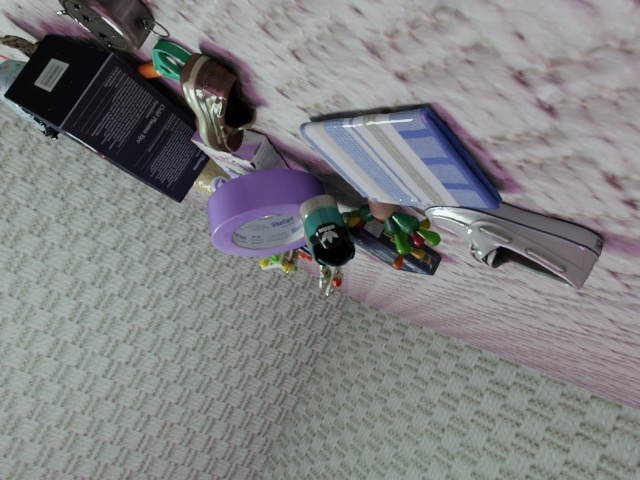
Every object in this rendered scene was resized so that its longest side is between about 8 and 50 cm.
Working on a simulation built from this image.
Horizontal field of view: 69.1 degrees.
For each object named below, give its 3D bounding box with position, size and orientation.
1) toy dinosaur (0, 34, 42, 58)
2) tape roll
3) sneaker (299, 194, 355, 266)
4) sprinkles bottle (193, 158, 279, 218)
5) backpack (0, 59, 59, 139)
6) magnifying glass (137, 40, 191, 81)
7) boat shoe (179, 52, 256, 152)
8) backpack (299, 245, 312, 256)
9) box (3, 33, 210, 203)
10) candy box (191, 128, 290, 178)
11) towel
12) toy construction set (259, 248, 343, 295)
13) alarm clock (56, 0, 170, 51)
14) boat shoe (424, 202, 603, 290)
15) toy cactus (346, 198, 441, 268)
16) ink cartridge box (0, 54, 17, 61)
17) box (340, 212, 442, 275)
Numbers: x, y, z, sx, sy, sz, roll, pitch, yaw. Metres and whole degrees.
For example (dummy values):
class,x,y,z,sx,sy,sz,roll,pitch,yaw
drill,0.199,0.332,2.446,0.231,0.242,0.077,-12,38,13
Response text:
class,x,y,z,sx,sy,sz,roll,pitch,yaw
toy dinosaur,-0.646,-0.435,1.160,0.118,0.064,0.268,24,176,44
tape roll,-0.118,-0.055,1.074,0.275,0.090,0.274,-12,159,-5
sneaker,0.022,0.017,1.041,0.302,0.108,0.120,63,-171,-67
sprinkles bottle,-0.250,-0.158,1.312,0.356,0.121,0.121,26,171,12
backpack,-0.704,-0.355,1.145,0.115,0.151,0.182,21,169,13
magnifying glass,-0.278,-0.309,0.832,0.092,0.026,0.231,35,171,-40
boat shoe,-0.161,-0.213,0.811,0.095,0.095,0.257,21,170,7
backpack,0.000,0.000,1.463,0.173,0.116,0.158,32,171,-18
box,-0.470,-0.273,1.061,0.343,0.178,0.312,27,174,37
candy box,-0.169,-0.186,1.055,0.165,0.070,0.196,24,171,22
towel,0.109,-0.119,0.702,0.209,0.034,0.285,38,166,-32
toy construction set,-0.052,0.059,1.645,0.328,0.214,0.151,22,170,34
alarm clock,-0.301,-0.329,0.680,0.192,0.064,0.129,22,170,16
boat shoe,0.271,0.001,0.711,0.268,0.088,0.096,22,170,32
toy cactus,0.129,-0.039,0.944,0.219,0.112,0.180,32,166,40
ink cartridge box,-0.761,-0.429,1.378,0.297,0.066,0.261,24,-178,23
box,0.164,0.007,1.185,0.233,0.059,0.183,32,172,-18
